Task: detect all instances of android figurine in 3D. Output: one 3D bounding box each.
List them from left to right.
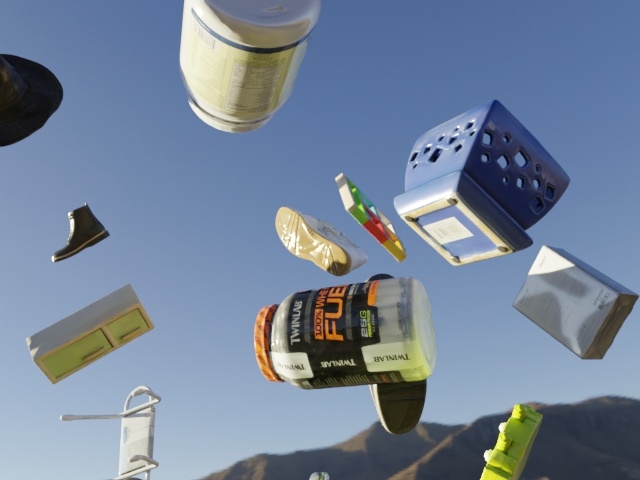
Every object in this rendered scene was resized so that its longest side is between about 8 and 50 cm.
[{"bbox_3d":[0.310,0.387,1.059,0.056,0.248,0.273,23,-42,28],"label":"android figurine"}]

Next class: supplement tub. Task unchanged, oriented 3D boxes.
[{"bbox_3d":[-0.145,-0.376,1.185,0.235,0.235,0.325,-1,-22,-16],"label":"supplement tub"},{"bbox_3d":[0.051,0.193,1.271,0.338,0.207,0.207,-10,-25,18],"label":"supplement tub"}]

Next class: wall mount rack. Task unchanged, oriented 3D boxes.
[{"bbox_3d":[-0.607,0.582,1.812,0.304,0.350,0.130,-24,-41,17],"label":"wall mount rack"}]

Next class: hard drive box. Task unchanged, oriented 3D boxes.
[{"bbox_3d":[0.603,0.145,1.495,0.089,0.232,0.181,8,-67,-35],"label":"hard drive box"}]

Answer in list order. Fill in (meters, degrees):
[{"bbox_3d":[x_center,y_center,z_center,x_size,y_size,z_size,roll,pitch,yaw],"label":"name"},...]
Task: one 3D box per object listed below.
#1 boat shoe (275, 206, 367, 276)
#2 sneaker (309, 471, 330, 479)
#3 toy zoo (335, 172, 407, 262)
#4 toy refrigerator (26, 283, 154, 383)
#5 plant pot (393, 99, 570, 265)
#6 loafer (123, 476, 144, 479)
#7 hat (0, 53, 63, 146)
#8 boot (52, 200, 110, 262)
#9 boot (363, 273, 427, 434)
[{"bbox_3d":[0.000,0.000,1.503,0.096,0.277,0.098,-10,-55,-42],"label":"boat shoe"},{"bbox_3d":[-0.051,0.563,1.282,0.121,0.111,0.300,5,6,11],"label":"sneaker"},{"bbox_3d":[0.160,-0.054,1.811,0.030,0.192,0.293,-39,-61,16],"label":"toy zoo"},{"bbox_3d":[-0.553,0.227,1.515,0.269,0.094,0.102,-29,-46,-17],"label":"toy refrigerator"},{"bbox_3d":[0.296,-0.091,1.211,0.236,0.212,0.236,40,-28,-17],"label":"plant pot"},{"bbox_3d":[-0.309,0.466,0.881,0.102,0.268,0.092,15,-36,3],"label":"loafer"},{"bbox_3d":[-0.761,-0.364,1.402,0.331,0.331,0.134,-4,-37,-10],"label":"hat"},{"bbox_3d":[-0.807,-0.027,2.030,0.198,0.137,0.077,-30,12,-5],"label":"boot"},{"bbox_3d":[0.127,0.284,1.585,0.138,0.377,0.284,-10,-6,-23],"label":"boot"}]
